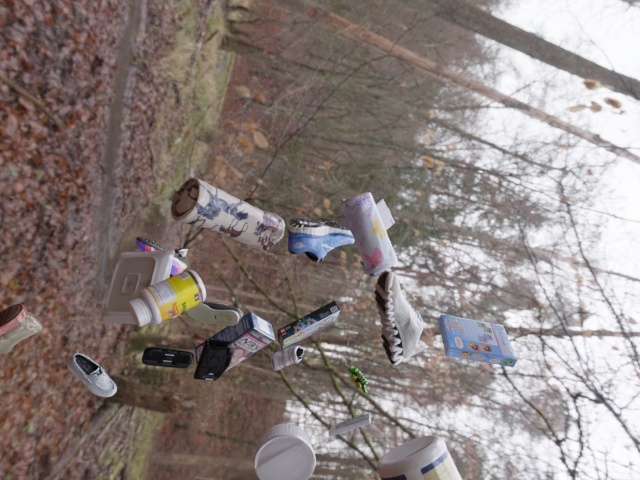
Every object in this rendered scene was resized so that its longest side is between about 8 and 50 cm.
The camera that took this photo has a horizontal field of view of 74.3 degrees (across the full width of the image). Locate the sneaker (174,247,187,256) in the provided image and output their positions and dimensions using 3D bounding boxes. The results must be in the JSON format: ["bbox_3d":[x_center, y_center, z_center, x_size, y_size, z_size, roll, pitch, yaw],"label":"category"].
[{"bbox_3d":[-0.641,0.058,1.949,0.109,0.040,0.044,29,69,-86],"label":"sneaker"}]

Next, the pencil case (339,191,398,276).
[{"bbox_3d":[0.157,-0.021,1.393,0.124,0.113,0.273,-22,-92,53],"label":"pencil case"}]

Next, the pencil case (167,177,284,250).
[{"bbox_3d":[-0.333,-0.087,1.532,0.183,0.410,0.160,5,-104,46],"label":"pencil case"}]

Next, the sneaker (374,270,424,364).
[{"bbox_3d":[0.226,0.210,1.195,0.110,0.118,0.292,-112,-171,-66],"label":"sneaker"}]

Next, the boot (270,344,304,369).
[{"bbox_3d":[-0.130,0.503,1.861,0.258,0.123,0.095,-15,90,-84],"label":"boot"}]

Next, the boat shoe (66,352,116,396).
[{"bbox_3d":[-0.909,0.537,1.687,0.081,0.227,0.079,-43,-172,35],"label":"boat shoe"}]

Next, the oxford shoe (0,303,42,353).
[{"bbox_3d":[-1.114,0.356,1.406,0.123,0.348,0.130,53,-10,49],"label":"oxford shoe"}]

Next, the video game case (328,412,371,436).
[{"bbox_3d":[0.135,0.827,1.902,0.173,0.190,0.022,62,9,-75],"label":"video game case"}]

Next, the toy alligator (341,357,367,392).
[{"bbox_3d":[0.167,0.618,1.964,0.190,0.056,0.051,54,-54,17],"label":"toy alligator"}]

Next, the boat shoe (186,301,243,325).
[{"bbox_3d":[-0.429,0.288,1.700,0.079,0.232,0.084,-51,149,-72],"label":"boat shoe"}]

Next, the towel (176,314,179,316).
[{"bbox_3d":[-0.576,0.265,1.600,0.009,0.083,0.060,-60,173,13],"label":"towel"}]

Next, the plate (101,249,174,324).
[{"bbox_3d":[-0.672,0.162,1.527,0.045,0.277,0.278,43,49,-57],"label":"plate"}]

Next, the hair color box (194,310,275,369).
[{"bbox_3d":[-0.410,0.496,2.024,0.347,0.174,0.105,-33,-134,11],"label":"hair color box"}]

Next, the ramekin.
[{"bbox_3d":[-0.159,0.946,1.880,0.127,0.272,0.273,-111,-143,-75],"label":"ramekin"}]

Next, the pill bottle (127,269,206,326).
[{"bbox_3d":[-0.476,0.182,1.315,0.117,0.215,0.117,30,-47,39],"label":"pill bottle"}]

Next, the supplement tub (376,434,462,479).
[{"bbox_3d":[0.330,0.780,1.257,0.316,0.228,0.228,66,-29,16],"label":"supplement tub"}]

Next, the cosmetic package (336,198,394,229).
[{"bbox_3d":[0.197,-0.091,1.879,0.107,0.127,0.238,-38,-166,-32],"label":"cosmetic package"}]

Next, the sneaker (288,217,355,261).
[{"bbox_3d":[0.000,0.000,1.610,0.129,0.329,0.147,33,-66,44],"label":"sneaker"}]

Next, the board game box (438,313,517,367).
[{"bbox_3d":[0.493,0.315,1.343,0.160,0.211,0.039,-79,180,-59],"label":"board game box"}]

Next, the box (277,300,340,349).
[{"bbox_3d":[-0.046,0.314,1.554,0.044,0.233,0.159,59,-19,20],"label":"box"}]

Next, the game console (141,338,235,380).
[{"bbox_3d":[-0.557,0.494,1.782,0.213,0.361,0.044,-65,-155,26],"label":"game console"}]

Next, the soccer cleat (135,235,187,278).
[{"bbox_3d":[-0.758,0.089,1.980,0.116,0.108,0.318,-55,148,-12],"label":"soccer cleat"}]
